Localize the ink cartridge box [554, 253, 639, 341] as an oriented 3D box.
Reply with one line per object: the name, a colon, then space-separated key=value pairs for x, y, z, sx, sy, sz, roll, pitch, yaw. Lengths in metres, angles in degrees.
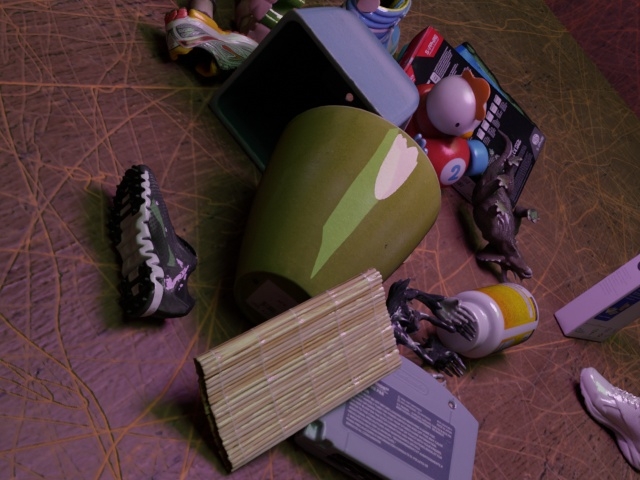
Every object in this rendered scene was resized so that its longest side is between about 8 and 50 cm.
ink cartridge box: x=0.659 y=0.096 z=2.147 sx=0.165 sy=0.332 sz=0.065 roll=14 pitch=46 yaw=-46

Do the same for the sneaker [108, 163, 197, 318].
sneaker: x=-0.215 y=0.008 z=1.374 sx=0.106 sy=0.078 sz=0.234 roll=22 pitch=44 yaw=-42

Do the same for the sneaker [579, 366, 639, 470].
sneaker: x=0.604 y=0.329 z=2.031 sx=0.232 sy=0.115 sz=0.090 roll=50 pitch=31 yaw=1

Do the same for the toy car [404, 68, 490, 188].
toy car: x=0.248 y=-0.224 z=1.980 sx=0.219 sy=0.238 sz=0.210 roll=-11 pitch=80 yaw=-30

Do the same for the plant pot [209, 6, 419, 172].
plant pot: x=0.022 y=-0.239 z=1.749 sx=0.247 sy=0.248 sz=0.252 roll=52 pitch=38 yaw=3

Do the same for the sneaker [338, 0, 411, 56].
sneaker: x=0.137 y=-0.480 z=2.227 sx=0.127 sy=0.208 sz=0.319 roll=51 pitch=30 yaw=6

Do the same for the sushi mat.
sushi mat: x=-0.020 y=0.160 z=1.348 sx=0.316 sy=0.019 sz=0.151 roll=-25 pitch=106 yaw=-37

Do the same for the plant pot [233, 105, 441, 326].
plant pot: x=0.000 y=0.000 z=1.514 sx=0.275 sy=0.275 sz=0.293 roll=42 pitch=48 yaw=-12

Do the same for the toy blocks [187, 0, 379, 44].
toy blocks: x=-0.078 y=-0.500 z=1.904 sx=0.309 sy=0.288 sz=0.260 roll=27 pitch=41 yaw=-28

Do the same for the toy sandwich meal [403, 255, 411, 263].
toy sandwich meal: x=0.125 y=0.008 z=1.857 sx=0.085 sy=0.029 sz=0.085 roll=22 pitch=40 yaw=-20

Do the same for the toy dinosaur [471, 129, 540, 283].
toy dinosaur: x=0.349 y=-0.072 z=2.084 sx=0.121 sy=0.160 sz=0.314 roll=-2 pitch=67 yaw=-26

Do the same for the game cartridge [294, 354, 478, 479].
game cartridge: x=0.101 y=0.259 z=1.479 sx=0.294 sy=0.060 sz=0.196 roll=35 pitch=52 yaw=-23

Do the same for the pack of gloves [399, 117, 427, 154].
pack of gloves: x=0.132 y=-0.142 z=1.880 sx=0.046 sy=0.232 sz=0.195 roll=-5 pitch=54 yaw=-14

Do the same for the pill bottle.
pill bottle: x=0.292 y=0.141 z=1.835 sx=0.215 sy=0.117 sz=0.117 roll=-6 pitch=61 yaw=-55

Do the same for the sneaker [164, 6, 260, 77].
sneaker: x=-0.177 y=-0.310 z=1.779 sx=0.225 sy=0.088 sz=0.093 roll=18 pitch=63 yaw=-41

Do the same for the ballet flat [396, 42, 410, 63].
ballet flat: x=0.209 y=-0.362 z=2.338 sx=0.067 sy=0.073 sz=0.206 roll=45 pitch=36 yaw=-33

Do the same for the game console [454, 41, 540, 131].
game console: x=0.381 y=-0.317 z=2.540 sx=0.250 sy=0.173 sz=0.293 roll=-37 pitch=86 yaw=-28

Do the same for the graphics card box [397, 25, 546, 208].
graphics card box: x=0.299 y=-0.249 z=2.223 sx=0.371 sy=0.094 sz=0.233 roll=39 pitch=55 yaw=-15

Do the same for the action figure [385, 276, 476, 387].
action figure: x=0.160 y=0.148 z=1.619 sx=0.141 sy=0.164 sz=0.275 roll=28 pitch=9 yaw=33
